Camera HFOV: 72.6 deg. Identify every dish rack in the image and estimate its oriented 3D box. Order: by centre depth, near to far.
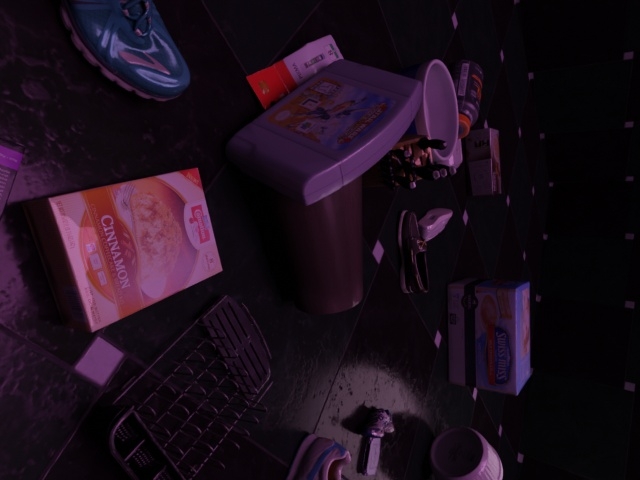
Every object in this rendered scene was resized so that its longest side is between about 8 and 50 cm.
[{"bbox_3d":[-0.154,0.219,0.604,0.271,0.074,0.209,-48,128,-43],"label":"dish rack"}]

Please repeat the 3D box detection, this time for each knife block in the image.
[{"bbox_3d":[0.201,-0.182,0.957,0.275,0.241,0.088,-34,118,-49],"label":"knife block"}]

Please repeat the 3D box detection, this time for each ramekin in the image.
[{"bbox_3d":[0.426,0.662,1.309,0.109,0.207,0.207,59,45,-23],"label":"ramekin"}]

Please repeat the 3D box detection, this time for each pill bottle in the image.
[{"bbox_3d":[0.436,-0.437,1.374,0.130,0.130,0.246,45,52,-44],"label":"pill bottle"}]

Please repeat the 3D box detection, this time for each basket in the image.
[{"bbox_3d":[0.000,0.000,0.762,0.204,0.154,0.227,-27,115,-50],"label":"basket"}]

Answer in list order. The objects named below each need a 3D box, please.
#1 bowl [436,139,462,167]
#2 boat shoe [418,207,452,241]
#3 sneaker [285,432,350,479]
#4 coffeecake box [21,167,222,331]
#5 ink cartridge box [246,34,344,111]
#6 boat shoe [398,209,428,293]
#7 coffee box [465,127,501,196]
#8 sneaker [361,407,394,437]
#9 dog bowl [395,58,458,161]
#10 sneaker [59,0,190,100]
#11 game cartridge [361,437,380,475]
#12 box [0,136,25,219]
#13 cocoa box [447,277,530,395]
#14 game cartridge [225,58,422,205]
[{"bbox_3d":[0.425,-0.293,1.434,0.142,0.053,0.142,-24,111,-51],"label":"bowl"},{"bbox_3d":[0.348,-0.048,1.319,0.184,0.066,0.063,-37,133,-51],"label":"boat shoe"},{"bbox_3d":[-0.020,0.470,0.774,0.087,0.092,0.229,50,53,-44],"label":"sneaker"},{"bbox_3d":[-0.220,0.001,0.518,0.185,0.068,0.143,-28,111,-52],"label":"coffeecake box"},{"bbox_3d":[-0.007,-0.260,0.797,0.181,0.056,0.225,59,43,-15],"label":"ink cartridge box"},{"bbox_3d":[0.257,0.030,1.181,0.081,0.068,0.228,-11,99,-54],"label":"boat shoe"},{"bbox_3d":[0.626,-0.296,1.674,0.141,0.098,0.247,-12,99,-54],"label":"coffee box"},{"bbox_3d":[0.132,0.429,1.031,0.135,0.052,0.058,23,62,-60],"label":"sneaker"},{"bbox_3d":[0.287,-0.347,1.197,0.264,0.104,0.265,1,89,-54],"label":"dog bowl"},{"bbox_3d":[-0.230,-0.279,0.470,0.107,0.109,0.275,-60,135,-35],"label":"sneaker"},{"bbox_3d":[0.122,0.513,1.037,0.056,0.017,0.084,32,65,-46],"label":"game cartridge"},{"bbox_3d":[-0.346,-0.031,0.376,0.116,0.029,0.162,27,67,-50],"label":"box"},{"bbox_3d":[0.585,0.314,1.502,0.231,0.227,0.348,-2,91,-54],"label":"cocoa box"},{"bbox_3d":[0.021,-0.184,0.687,0.297,0.198,0.062,-45,142,-25],"label":"game cartridge"}]
